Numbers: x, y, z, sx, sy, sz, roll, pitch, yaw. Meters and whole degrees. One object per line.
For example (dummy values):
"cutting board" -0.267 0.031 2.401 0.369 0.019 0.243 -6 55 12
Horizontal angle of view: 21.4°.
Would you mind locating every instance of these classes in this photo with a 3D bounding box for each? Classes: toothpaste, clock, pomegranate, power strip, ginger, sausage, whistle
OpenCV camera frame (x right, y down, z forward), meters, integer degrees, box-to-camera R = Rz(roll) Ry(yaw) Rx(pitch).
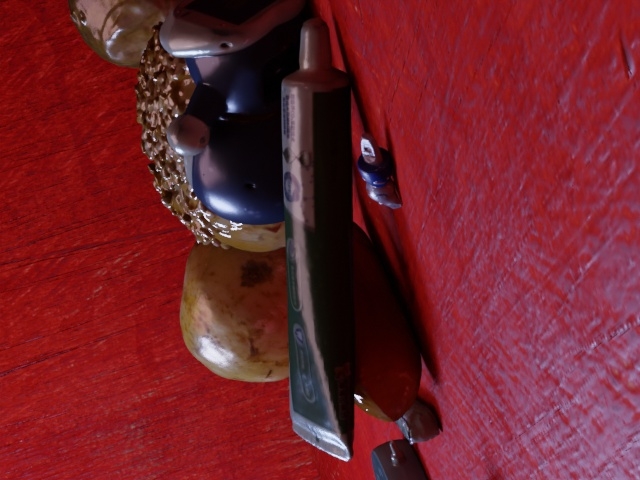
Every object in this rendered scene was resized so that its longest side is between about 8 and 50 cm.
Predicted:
"toothpaste" 0.000 0.000 1.501 0.098 0.061 0.392 20 115 55
"clock" -0.068 -0.127 1.628 0.146 0.199 0.243 18 133 34
"pomegranate" -0.068 0.068 2.095 0.215 0.215 0.215 162 90 -84
"power strip" 0.095 0.288 1.900 0.216 0.044 0.137 81 170 -58
"ginger" -0.257 -0.348 2.465 0.269 0.223 0.200 94 154 -68
"sausage" 0.032 0.068 1.603 0.098 0.098 0.238 79 173 -50
"whistle" 0.048 -0.057 1.394 0.033 0.029 0.083 22 150 31

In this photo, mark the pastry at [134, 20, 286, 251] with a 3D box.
"pastry" -0.110 -0.125 1.890 0.316 0.184 0.284 79 170 -49

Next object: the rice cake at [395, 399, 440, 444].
"rice cake" 0.085 0.172 1.697 0.207 0.033 0.033 -162 56 -83
